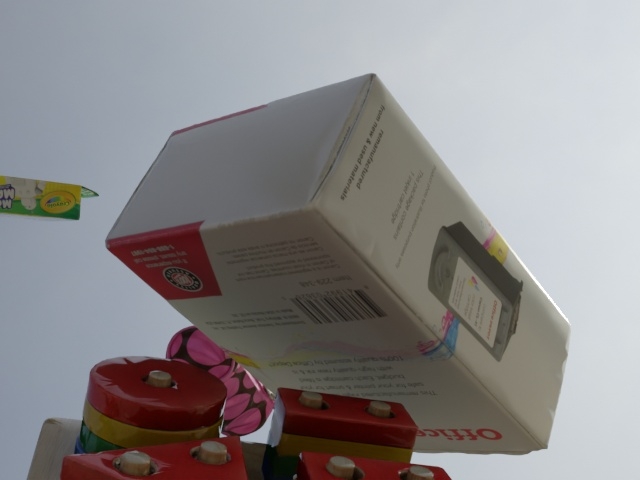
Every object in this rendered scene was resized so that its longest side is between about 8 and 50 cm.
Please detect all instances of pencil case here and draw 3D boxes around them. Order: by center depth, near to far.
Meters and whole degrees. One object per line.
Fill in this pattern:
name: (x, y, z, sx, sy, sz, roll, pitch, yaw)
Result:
pencil case: (-0.119, 0.176, 1.176, 0.098, 0.095, 0.209, -2, -26, 11)

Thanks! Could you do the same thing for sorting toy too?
sorting toy: (-0.043, 0.150, 0.548, 0.255, 0.257, 0.089, 10, -79, -12)

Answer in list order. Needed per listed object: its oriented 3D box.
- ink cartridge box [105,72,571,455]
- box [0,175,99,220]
ink cartridge box: (0.023, 0.037, 0.733, 0.306, 0.226, 0.131, 46, -128, -34)
box: (-0.338, -0.046, 1.004, 0.179, 0.105, 0.043, 3, -92, -37)
